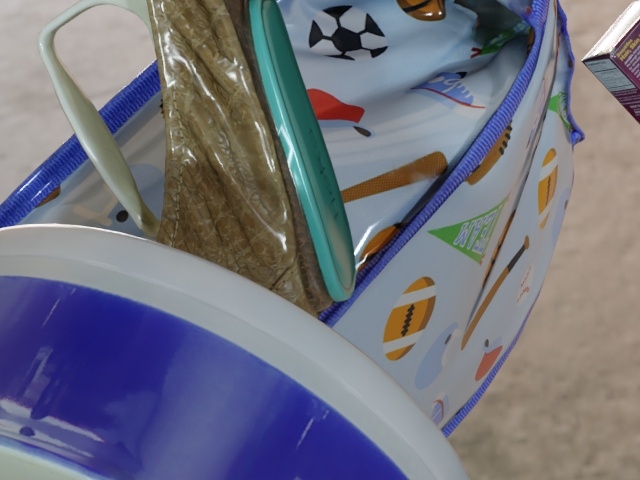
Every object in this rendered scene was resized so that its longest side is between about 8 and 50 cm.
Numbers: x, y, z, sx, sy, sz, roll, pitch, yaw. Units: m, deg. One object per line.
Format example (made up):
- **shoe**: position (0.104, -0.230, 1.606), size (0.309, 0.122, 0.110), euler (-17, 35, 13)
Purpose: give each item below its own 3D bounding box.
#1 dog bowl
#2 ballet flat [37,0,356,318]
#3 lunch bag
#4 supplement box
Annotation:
- **dog bowl**: position (-0.073, 0.120, 0.822), size (0.265, 0.265, 0.104), euler (9, 51, 27)
- **ballet flat**: position (-0.071, -0.120, 0.903), size (0.124, 0.342, 0.116), euler (-8, 10, 10)
- **lunch bag**: position (0.000, 0.000, 1.207), size (0.385, 0.328, 0.239), euler (-44, 69, -6)
- **supplement box**: position (0.211, -0.101, 1.227), size (0.055, 0.083, 0.043), euler (-47, 13, -14)
